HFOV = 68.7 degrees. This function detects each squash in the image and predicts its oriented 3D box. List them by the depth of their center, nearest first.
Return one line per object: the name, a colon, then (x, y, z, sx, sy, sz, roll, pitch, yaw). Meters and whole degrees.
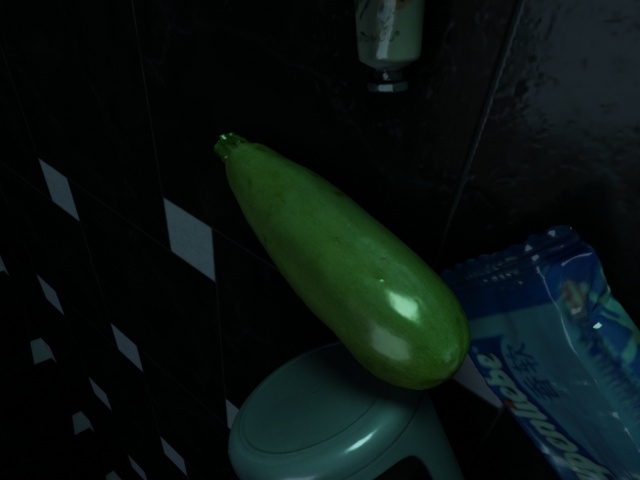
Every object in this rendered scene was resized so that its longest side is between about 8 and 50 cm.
squash: (0.002, 0.004, 0.499, 0.370, 0.118, 0.118, 44, 141, 29)

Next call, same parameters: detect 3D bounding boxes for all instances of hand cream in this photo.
hand cream: (0.053, -0.232, 0.348, 0.080, 0.050, 0.234, 19, 123, 39)

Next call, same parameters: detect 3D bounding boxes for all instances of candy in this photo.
candy: (0.239, 0.145, 0.411, 0.331, 0.077, 0.187, 54, 147, 3)

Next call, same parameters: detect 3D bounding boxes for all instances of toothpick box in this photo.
toothpick box: (0.068, 0.320, 0.591, 0.263, 0.263, 0.354, -9, 111, 47)
